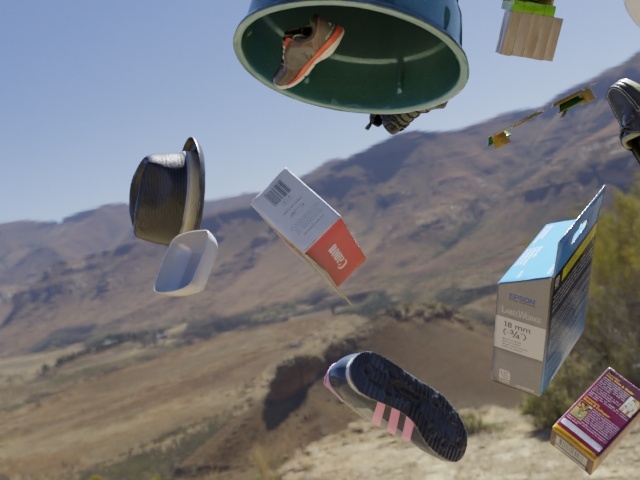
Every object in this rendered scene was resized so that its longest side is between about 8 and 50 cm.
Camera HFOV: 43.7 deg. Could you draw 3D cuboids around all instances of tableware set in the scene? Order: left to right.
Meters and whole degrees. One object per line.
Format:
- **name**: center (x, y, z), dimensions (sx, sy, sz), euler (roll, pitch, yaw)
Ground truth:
- **tableware set**: center (0.294, -0.161, 1.057), dimensions (0.154, 0.024, 0.104), euler (-28, 1, 6)

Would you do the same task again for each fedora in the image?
- **fedora**: center (-0.400, -0.105, 2.026), dimensions (0.152, 0.334, 0.334), euler (4, -5, -23)

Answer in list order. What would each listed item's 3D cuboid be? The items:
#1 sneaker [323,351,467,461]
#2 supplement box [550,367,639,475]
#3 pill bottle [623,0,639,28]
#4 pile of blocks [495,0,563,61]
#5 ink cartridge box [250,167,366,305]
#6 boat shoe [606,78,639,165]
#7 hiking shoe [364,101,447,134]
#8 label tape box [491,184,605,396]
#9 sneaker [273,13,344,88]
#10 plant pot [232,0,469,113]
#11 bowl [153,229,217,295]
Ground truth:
- **sneaker**: center (0.145, 0.321, 1.537), dimensions (0.131, 0.319, 0.112), euler (-24, 30, 52)
- **supplement box**: center (0.568, 0.366, 1.619), dimensions (0.188, 0.081, 0.104), euler (-39, 55, -19)
- **pill bottle**: center (0.626, -0.449, 1.268), dimensions (0.318, 0.176, 0.176), euler (-36, 15, -36)
- **pile of blocks**: center (0.377, -0.522, 1.533), dimensions (0.148, 0.362, 0.113), euler (-15, 18, 2)
- **ink cartridge box**: center (0.000, 0.000, 2.006), dimensions (0.130, 0.272, 0.309), euler (-45, -24, -4)
- **boat shoe**: center (0.562, -0.187, 1.394), dimensions (0.073, 0.224, 0.080), euler (-21, -24, -14)
- **hiking shoe**: center (0.197, -0.291, 1.818), dimensions (0.086, 0.114, 0.226), euler (25, -10, -35)
- **label tape box**: center (0.418, 0.080, 1.474), dimensions (0.105, 0.334, 0.240), euler (17, 36, 31)
- **sneaker**: center (-0.031, -0.278, 1.151), dimensions (0.065, 0.061, 0.158), euler (35, -38, -21)
- **plant pot**: center (0.064, -0.410, 1.181), dimensions (0.340, 0.334, 0.341), euler (7, -13, 2)
- **bowl**: center (-0.271, 0.054, 1.645), dimensions (0.142, 0.142, 0.053), euler (-8, -35, 43)
